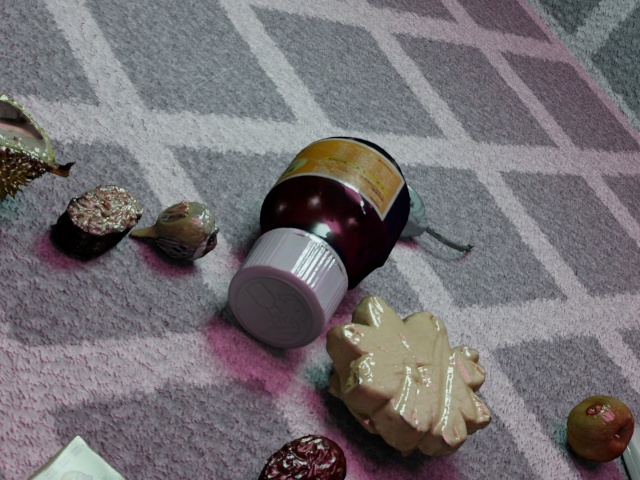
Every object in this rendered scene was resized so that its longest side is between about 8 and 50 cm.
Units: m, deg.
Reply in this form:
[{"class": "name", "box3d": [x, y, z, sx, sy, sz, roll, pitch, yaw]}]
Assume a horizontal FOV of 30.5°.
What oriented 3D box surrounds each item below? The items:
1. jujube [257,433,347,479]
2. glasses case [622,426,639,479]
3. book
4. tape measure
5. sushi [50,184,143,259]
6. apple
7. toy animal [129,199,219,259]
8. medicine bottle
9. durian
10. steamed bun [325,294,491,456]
[{"class": "jujube", "box3d": [-0.033, 0.330, 1.648, 0.104, 0.104, 0.166, 50, 35, 17]}, {"class": "glasses case", "box3d": [0.633, 0.454, 2.217, 0.092, 0.059, 0.233, 23, 36, -28]}, {"class": "book", "box3d": [-0.263, 0.359, 1.444, 0.232, 0.022, 0.162, 42, 31, 4]}, {"class": "tape measure", "box3d": [0.208, -0.059, 2.403, 0.330, 0.084, 0.164, 8, 47, -38]}, {"class": "sushi", "box3d": [-0.340, -0.031, 1.804, 0.090, 0.078, 0.150, 45, 31, 8]}, {"class": "apple", "box3d": [0.518, 0.349, 2.175, 0.126, 0.126, 0.102, 3, 9, -44]}, {"class": "toy animal", "box3d": [-0.231, -0.006, 1.900, 0.098, 0.137, 0.098, -21, 90, -89]}, {"class": "medicine bottle", "box3d": [0.000, 0.000, 1.965, 0.242, 0.242, 0.395, 36, 36, -5]}, {"class": "durian", "box3d": [-0.489, -0.118, 1.703, 0.237, 0.138, 0.193, 25, 31, -17]}, {"class": "steamed bun", "box3d": [0.121, 0.232, 1.901, 0.295, 0.137, 0.292, -19, 67, -45]}]
